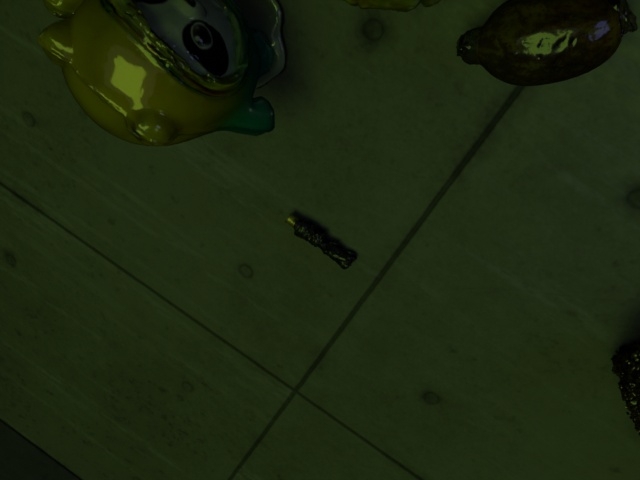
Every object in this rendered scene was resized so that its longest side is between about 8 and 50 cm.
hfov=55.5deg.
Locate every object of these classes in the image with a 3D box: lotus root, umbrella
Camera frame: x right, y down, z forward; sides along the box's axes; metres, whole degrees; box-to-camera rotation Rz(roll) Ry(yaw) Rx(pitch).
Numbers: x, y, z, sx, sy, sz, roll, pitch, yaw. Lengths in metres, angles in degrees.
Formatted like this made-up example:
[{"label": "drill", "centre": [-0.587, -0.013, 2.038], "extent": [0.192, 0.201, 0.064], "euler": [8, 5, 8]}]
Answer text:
[{"label": "lotus root", "centre": [0.271, -0.247, 0.747], "extent": [0.210, 0.120, 0.120], "euler": [-4, 117, 26]}, {"label": "umbrella", "centre": [0.000, 0.000, 1.089], "extent": [0.144, 0.037, 0.040], "euler": [36, 142, -1]}]

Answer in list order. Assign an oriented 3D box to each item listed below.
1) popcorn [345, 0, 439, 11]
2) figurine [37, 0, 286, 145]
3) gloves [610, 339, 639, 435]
[{"label": "popcorn", "centre": [0.091, -0.367, 0.720], "extent": [0.221, 0.204, 0.183], "euler": [-4, 118, 13]}, {"label": "figurine", "centre": [-0.202, -0.254, 0.841], "extent": [0.323, 0.340, 0.231], "euler": [46, 128, -3]}, {"label": "gloves", "centre": [0.548, 0.246, 0.902], "extent": [0.211, 0.135, 0.312], "euler": [-3, 117, 28]}]
